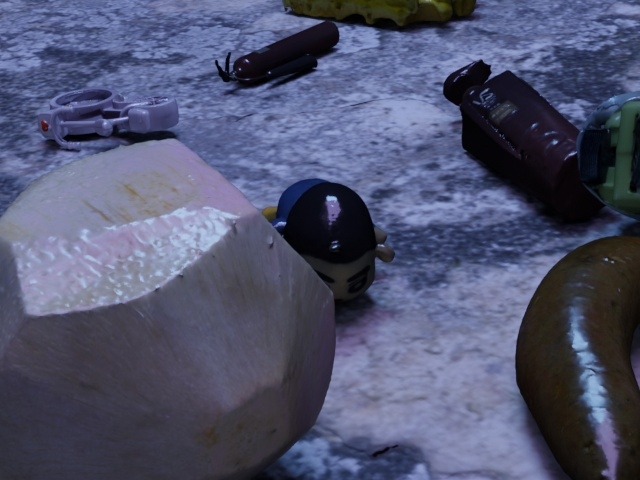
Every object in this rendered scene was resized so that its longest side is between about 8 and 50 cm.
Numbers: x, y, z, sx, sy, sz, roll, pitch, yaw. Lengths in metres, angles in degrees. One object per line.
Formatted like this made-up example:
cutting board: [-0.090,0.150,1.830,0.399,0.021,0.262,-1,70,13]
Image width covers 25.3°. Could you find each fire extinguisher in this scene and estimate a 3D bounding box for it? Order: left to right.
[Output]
fire extinguisher: [-0.038,-0.182,1.439,0.173,0.035,0.049,-30,76,-42]

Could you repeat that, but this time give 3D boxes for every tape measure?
tape measure: [0.284,-0.058,1.038,0.200,0.106,0.175,2,3,-19]

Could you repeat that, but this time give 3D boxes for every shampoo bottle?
shampoo bottle: [0.167,-0.094,1.203,0.068,0.067,0.236,-20,31,-13]

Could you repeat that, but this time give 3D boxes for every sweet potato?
sweet potato: [0.184,0.058,0.907,0.108,0.079,0.346,35,36,8]

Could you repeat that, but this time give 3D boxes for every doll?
doll: [0.000,0.000,1.032,0.102,0.089,0.179,-6,4,-7]

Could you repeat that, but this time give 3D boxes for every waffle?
waffle: [0.085,-0.291,1.605,0.211,0.055,0.160,13,32,29]

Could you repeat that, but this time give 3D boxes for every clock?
clock: [-0.195,-0.114,1.307,0.129,0.041,0.087,5,24,26]

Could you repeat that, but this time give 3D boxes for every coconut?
coconut: [-0.102,0.062,0.789,0.236,0.197,0.237,0,29,0]
